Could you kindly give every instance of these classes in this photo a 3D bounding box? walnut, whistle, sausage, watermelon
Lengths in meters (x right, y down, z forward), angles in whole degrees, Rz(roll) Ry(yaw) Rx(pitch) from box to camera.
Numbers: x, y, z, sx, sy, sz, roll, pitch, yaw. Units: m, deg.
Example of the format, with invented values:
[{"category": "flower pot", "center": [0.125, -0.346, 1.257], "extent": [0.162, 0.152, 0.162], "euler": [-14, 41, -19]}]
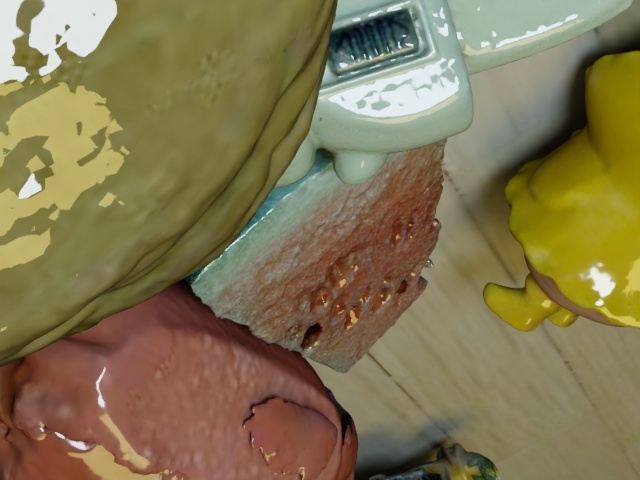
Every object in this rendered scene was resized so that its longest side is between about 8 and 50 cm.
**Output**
[{"category": "walnut", "center": [-0.120, -0.070, 0.464], "extent": [0.283, 0.227, 0.283], "euler": [-14, 135, -14]}, {"category": "whistle", "center": [0.013, -0.085, 0.652], "extent": [0.253, 0.106, 0.102], "euler": [-19, 126, -1]}, {"category": "sausage", "center": [-0.084, 0.100, 0.814], "extent": [0.152, 0.152, 0.279], "euler": [-35, 146, 17]}, {"category": "watermelon", "center": [0.000, 0.000, 0.805], "extent": [0.154, 0.094, 0.241], "euler": [-33, 150, -6]}]

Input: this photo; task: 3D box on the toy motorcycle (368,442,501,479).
[{"category": "toy motorcycle", "center": [0.079, 0.228, 1.179], "extent": [0.129, 0.094, 0.229], "euler": [-21, 154, -9]}]

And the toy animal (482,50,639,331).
[{"category": "toy animal", "center": [0.188, -0.026, 0.827], "extent": [0.156, 0.156, 0.230], "euler": [3, 143, -38]}]
